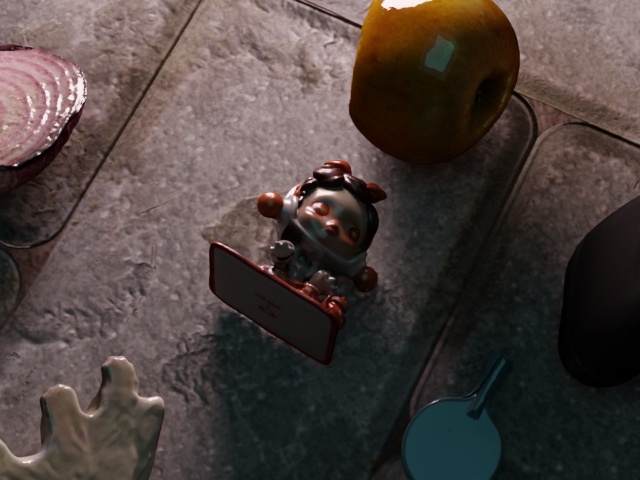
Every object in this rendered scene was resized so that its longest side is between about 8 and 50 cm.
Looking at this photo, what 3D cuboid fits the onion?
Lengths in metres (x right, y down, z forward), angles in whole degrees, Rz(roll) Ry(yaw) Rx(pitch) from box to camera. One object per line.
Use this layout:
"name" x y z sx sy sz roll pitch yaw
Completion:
"onion" -0.428 -0.147 1.753 0.250 0.111 0.247 12 46 16

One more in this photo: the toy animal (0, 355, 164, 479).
"toy animal" -0.346 0.267 1.576 0.266 0.188 0.308 30 59 -11

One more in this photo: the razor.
"razor" 0.384 0.041 1.545 0.113 0.349 0.204 13 66 -12

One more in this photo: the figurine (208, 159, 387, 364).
"figurine" 0.000 0.000 1.672 0.183 0.160 0.226 32 64 11

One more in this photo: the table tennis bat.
"table tennis bat" 0.179 0.222 1.637 0.124 0.033 0.201 28 74 9

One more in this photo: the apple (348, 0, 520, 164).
"apple" 0.135 -0.220 1.717 0.207 0.237 0.237 29 71 29
